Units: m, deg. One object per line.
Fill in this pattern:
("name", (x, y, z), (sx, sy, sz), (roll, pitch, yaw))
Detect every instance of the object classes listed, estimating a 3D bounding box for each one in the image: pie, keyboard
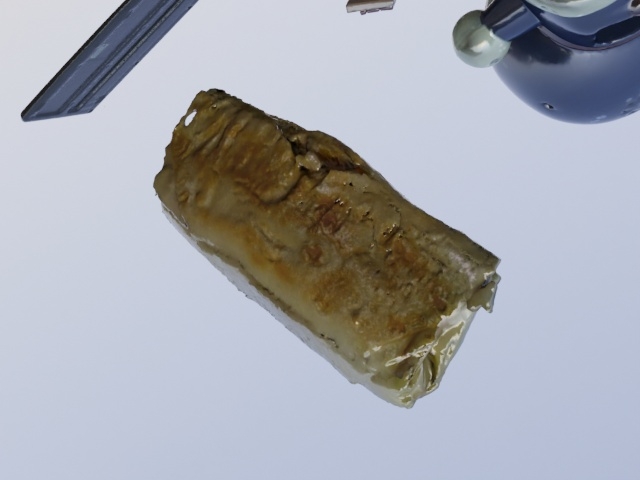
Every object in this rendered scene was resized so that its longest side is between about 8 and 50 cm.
("pie", (0.000, 0.000, 0.974), (0.282, 0.068, 0.128), (36, -78, 37))
("keyboard", (0.066, -0.279, 1.550), (0.055, 0.017, 0.166), (-3, -146, 18))
("keyboard", (-0.155, -0.144, 1.145), (0.381, 0.041, 0.103), (-47, 166, 27))

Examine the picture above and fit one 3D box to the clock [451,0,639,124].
("clock", (0.180, -0.169, 0.997), (0.199, 0.146, 0.243), (-33, 162, 1))
